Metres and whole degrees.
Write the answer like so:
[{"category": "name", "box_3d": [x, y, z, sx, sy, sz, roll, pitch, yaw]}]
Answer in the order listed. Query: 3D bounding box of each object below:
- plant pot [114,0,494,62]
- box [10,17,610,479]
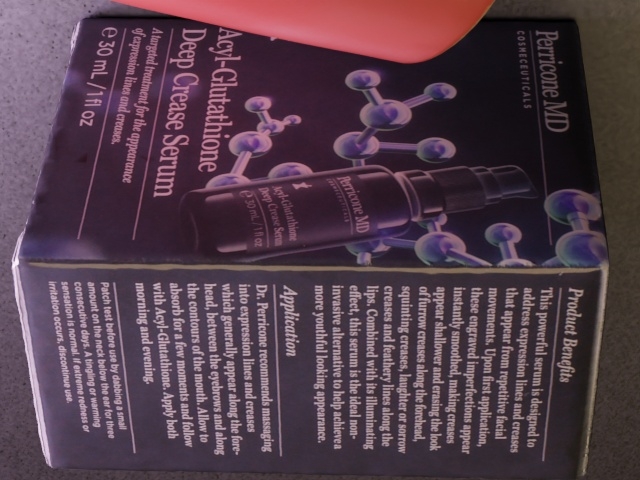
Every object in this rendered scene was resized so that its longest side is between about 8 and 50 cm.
[{"category": "plant pot", "box_3d": [-0.006, -0.245, 1.107, 0.243, 0.275, 0.275, 21, 128, -26]}, {"category": "box", "box_3d": [0.000, 0.000, 1.275, 0.395, 0.293, 0.212, 1, 130, 2]}]
